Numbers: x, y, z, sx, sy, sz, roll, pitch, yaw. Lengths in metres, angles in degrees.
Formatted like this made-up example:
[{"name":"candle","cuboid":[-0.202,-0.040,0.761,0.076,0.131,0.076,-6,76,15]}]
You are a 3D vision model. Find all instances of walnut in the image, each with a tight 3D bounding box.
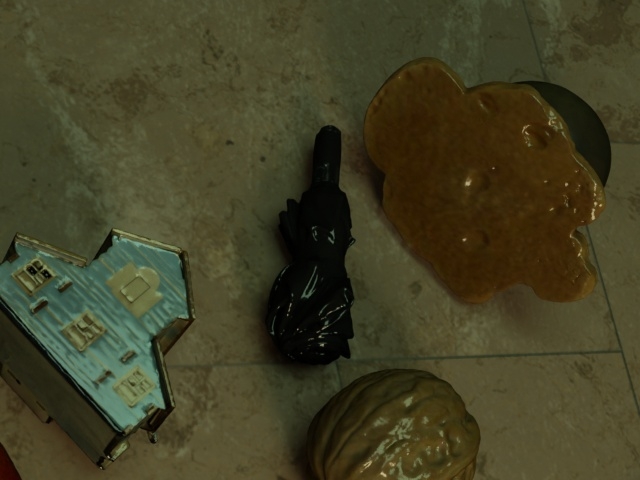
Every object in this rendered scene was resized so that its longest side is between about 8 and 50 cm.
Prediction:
[{"name":"walnut","cuboid":[0.086,0.247,1.871,0.213,0.213,0.213,11,60,-20]}]

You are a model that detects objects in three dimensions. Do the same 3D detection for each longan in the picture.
[{"name":"longan","cuboid":[0.282,-0.117,2.155,0.220,0.196,0.196,25,56,-8]}]

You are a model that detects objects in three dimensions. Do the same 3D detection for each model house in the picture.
[{"name":"model house","cuboid":[-0.241,0.093,1.793,0.271,0.178,0.206,45,60,5]}]

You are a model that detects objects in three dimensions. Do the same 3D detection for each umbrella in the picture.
[{"name":"umbrella","cuboid":[0.000,0.000,2.010,0.118,0.118,0.340,18,56,-17]}]

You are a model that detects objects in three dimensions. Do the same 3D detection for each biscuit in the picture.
[{"name":"biscuit","cuboid":[0.215,-0.071,2.064,0.376,0.269,0.051,48,29,2]}]

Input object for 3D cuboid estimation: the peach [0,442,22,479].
[{"name":"peach","cuboid":[-0.417,0.300,1.545,0.308,0.308,0.332,37,38,-3]}]
